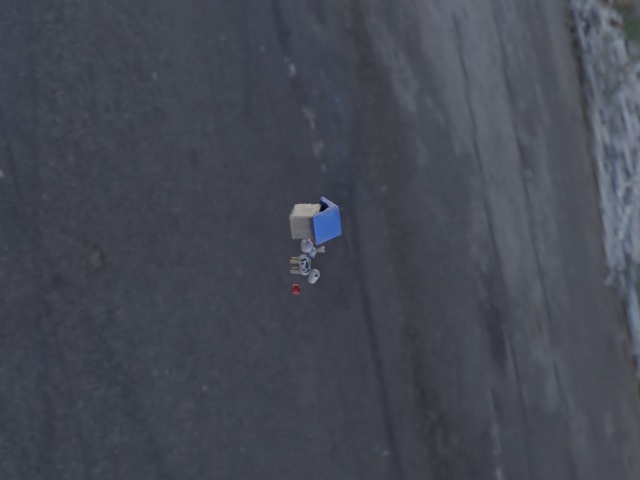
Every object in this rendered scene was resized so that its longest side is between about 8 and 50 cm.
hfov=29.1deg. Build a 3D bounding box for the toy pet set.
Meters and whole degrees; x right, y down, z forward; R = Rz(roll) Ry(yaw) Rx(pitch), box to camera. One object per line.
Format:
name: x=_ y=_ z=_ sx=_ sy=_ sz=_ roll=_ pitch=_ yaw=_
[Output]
toy pet set: x=0.000 y=0.000 z=1.689 sx=0.122 sy=0.065 sz=0.114 roll=-69 pitch=157 yaw=-59
